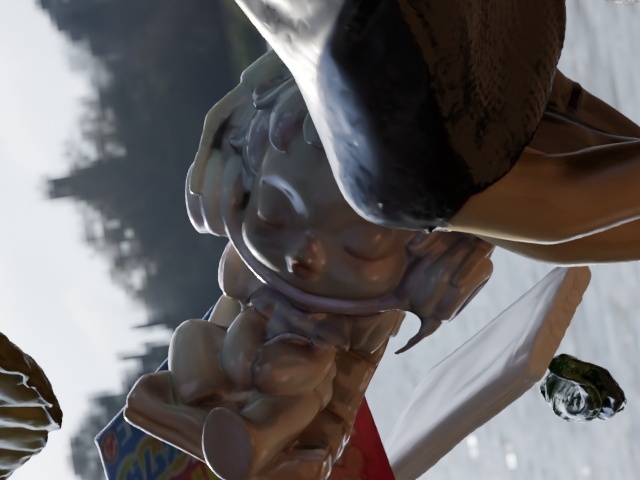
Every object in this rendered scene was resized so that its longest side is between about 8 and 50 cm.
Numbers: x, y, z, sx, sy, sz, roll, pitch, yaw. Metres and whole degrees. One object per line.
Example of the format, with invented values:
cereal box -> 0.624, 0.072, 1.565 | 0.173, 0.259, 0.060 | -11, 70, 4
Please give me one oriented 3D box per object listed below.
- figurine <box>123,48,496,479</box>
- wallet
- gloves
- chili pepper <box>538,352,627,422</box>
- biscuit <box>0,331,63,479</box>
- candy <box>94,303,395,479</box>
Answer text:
figurine -> 0.001, -0.001, 0.935 | 0.236, 0.163, 0.141 | -64, -12, 10
wallet -> 0.098, 0.086, 1.168 | 0.183, 0.032, 0.124 | -44, 7, 41
gloves -> 0.084, -0.079, 0.734 | 0.152, 0.301, 0.197 | -25, 42, 46
chili pepper -> 0.164, 0.097, 1.202 | 0.118, 0.055, 0.035 | 61, -127, -79
biscuit -> -0.213, 0.077, 0.879 | 0.273, 0.187, 0.036 | 104, 164, -61
candy -> -0.025, 0.202, 1.116 | 0.157, 0.100, 0.305 | -48, 47, 36
